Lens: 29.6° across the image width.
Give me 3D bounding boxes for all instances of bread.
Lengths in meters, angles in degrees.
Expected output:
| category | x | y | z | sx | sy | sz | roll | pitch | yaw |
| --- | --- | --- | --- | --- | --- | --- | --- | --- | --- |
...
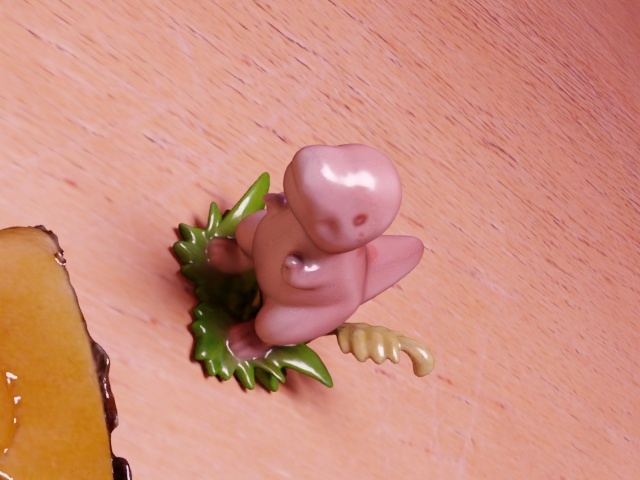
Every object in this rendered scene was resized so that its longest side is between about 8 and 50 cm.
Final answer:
| category | x | y | z | sx | sy | sz | roll | pitch | yaw |
| --- | --- | --- | --- | --- | --- | --- | --- | --- | --- |
| bread | -0.146 | 0.091 | 0.519 | 0.160 | 0.140 | 0.169 | 50 | 31 | -5 |

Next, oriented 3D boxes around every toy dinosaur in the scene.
| category | x | y | z | sx | sy | sz | roll | pitch | yaw |
| --- | --- | --- | --- | --- | --- | --- | --- | --- | --- |
| toy dinosaur | 0.000 | -0.006 | 0.765 | 0.194 | 0.177 | 0.152 | 28 | 44 | -44 |
